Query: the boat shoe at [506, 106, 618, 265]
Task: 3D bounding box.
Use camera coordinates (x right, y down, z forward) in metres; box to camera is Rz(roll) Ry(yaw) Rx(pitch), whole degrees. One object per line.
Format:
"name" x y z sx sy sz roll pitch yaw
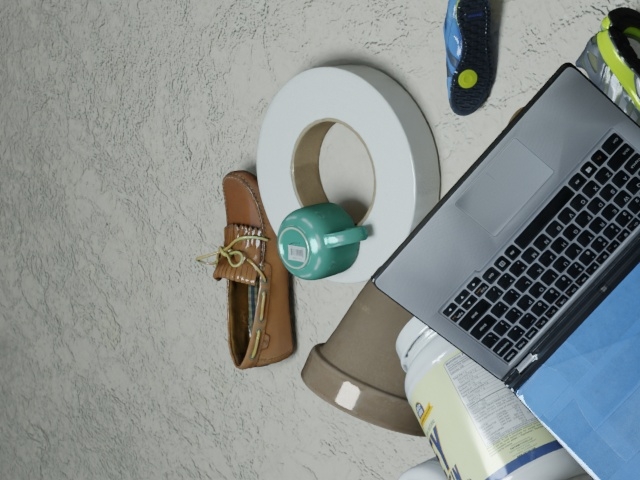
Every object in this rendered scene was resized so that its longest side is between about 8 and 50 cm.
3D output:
"boat shoe" 0.388 -0.048 1.794 0.123 0.123 0.342 -52 52 46

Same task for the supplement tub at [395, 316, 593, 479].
"supplement tub" 0.267 0.251 1.824 0.235 0.235 0.325 -55 48 38

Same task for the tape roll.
"tape roll" 0.041 -0.116 2.179 0.392 0.072 0.392 15 111 42

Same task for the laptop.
"laptop" 0.355 0.066 1.563 0.382 0.408 0.236 -49 23 10

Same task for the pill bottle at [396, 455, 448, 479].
"pill bottle" 0.215 0.423 1.991 0.160 0.283 0.160 14 110 43

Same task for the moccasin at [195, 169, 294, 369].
"moccasin" -0.146 0.057 2.354 0.139 0.147 0.380 14 111 49

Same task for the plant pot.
"plant pot" 0.125 0.170 2.071 0.263 0.263 0.229 26 101 38

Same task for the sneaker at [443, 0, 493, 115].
"sneaker" 0.229 -0.304 1.957 0.082 0.069 0.209 -118 24 -62

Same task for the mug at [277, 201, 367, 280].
"mug" -0.007 -0.004 2.135 0.129 0.097 0.157 54 132 21

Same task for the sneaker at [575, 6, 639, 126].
"sneaker" 0.462 -0.175 1.735 0.300 0.111 0.121 66 153 10
